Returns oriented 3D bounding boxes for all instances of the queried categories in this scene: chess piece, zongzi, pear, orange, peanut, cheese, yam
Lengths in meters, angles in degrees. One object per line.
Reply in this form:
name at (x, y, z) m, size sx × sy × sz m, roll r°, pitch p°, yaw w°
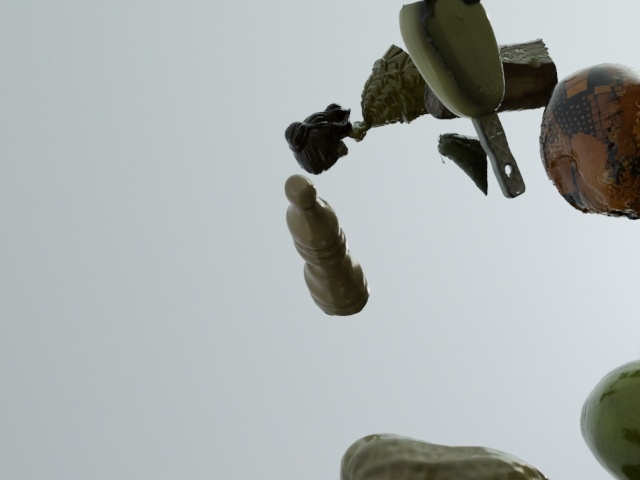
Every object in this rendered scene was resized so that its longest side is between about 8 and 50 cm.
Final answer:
chess piece at (0.000, 0.000, 1.985) m, size 0.307 × 0.124 × 0.139 m, roll 69°, pitch -159°, yaw -50°
zongzi at (0.279, -0.150, 2.126) m, size 0.055 × 0.109 × 0.119 m, roll 146°, pitch 127°, yaw -60°
pear at (0.505, 0.275, 1.615) m, size 0.212 × 0.269 × 0.213 m, roll 9°, pitch -105°, yaw -36°
orange at (0.420, -0.143, 1.559) m, size 0.182 × 0.234 × 0.234 m, roll -28°, pitch -32°, yaw -11°
peanut at (0.169, 0.346, 1.475) m, size 0.152 × 0.312 × 0.152 m, roll 5°, pitch -90°, yaw -70°
cheese at (0.179, -0.167, 1.256) m, size 0.127 × 0.054 × 0.252 m, roll -25°, pitch -86°, yaw -39°
yam at (0.311, -0.293, 1.978) m, size 0.238 × 0.129 × 0.128 m, roll -8°, pitch -71°, yaw -16°

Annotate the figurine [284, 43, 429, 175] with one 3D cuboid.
figurine at (0.081, -0.250, 2.278) m, size 0.315 × 0.187 × 0.168 m, roll -38°, pitch -36°, yaw -3°
